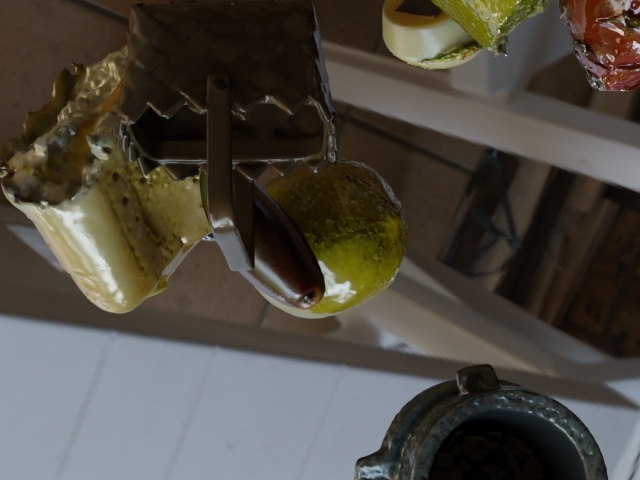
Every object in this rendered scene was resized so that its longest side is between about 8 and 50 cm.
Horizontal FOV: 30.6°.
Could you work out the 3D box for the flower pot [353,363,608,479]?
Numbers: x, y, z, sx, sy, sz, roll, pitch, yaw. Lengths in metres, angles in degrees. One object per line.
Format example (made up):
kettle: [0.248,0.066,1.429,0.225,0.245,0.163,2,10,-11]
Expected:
flower pot: [0.194,0.305,1.483,0.299,0.299,0.283,-54,176,-9]

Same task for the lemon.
lemon: [0.000,0.000,1.899,0.258,0.310,0.258,17,63,-36]

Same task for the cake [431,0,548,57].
cake: [0.170,-0.278,1.064,0.179,0.156,0.260,-44,175,-2]

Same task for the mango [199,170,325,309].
mango: [-0.091,-0.009,1.710,0.111,0.267,0.133,-36,180,17]

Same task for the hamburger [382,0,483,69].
hamburger: [0.140,-0.250,1.353,0.081,0.141,0.126,69,35,-42]

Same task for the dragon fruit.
dragon fruit: [0.447,-0.369,1.619,0.250,0.250,0.315,-2,90,-44]

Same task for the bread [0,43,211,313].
bread: [-0.314,-0.088,1.837,0.361,0.250,0.394,-49,144,-24]

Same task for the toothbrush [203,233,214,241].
toothbrush: [-0.102,0.013,2.261,0.321,0.031,0.023,12,143,-18]

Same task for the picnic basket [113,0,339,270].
picnic basket: [-0.121,-0.137,1.532,0.254,0.291,0.321,86,1,-75]
